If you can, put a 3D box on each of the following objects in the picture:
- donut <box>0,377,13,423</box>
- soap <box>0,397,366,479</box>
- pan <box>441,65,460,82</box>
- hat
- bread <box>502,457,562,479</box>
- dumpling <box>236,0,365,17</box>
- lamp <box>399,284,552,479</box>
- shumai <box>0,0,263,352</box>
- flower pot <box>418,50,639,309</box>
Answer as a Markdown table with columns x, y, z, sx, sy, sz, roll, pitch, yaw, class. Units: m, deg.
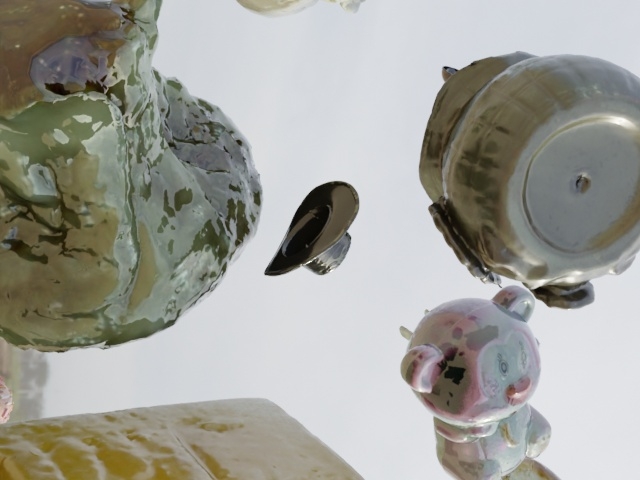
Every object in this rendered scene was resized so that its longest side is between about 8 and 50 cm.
| x | y | z | sx | sy | sz | roll | pitch | yaw | class |
| --- | --- | --- | --- | --- | --- | --- | --- | --- | --- |
| -0.595 | 0.276 | 1.495 | 0.065 | 0.117 | 0.166 | -54 | -133 | 5 | donut |
| -0.128 | 0.277 | 0.782 | 0.293 | 0.335 | 0.156 | 27 | -71 | 51 | soap |
| 0.228 | -0.225 | 1.251 | 0.115 | 0.068 | 0.023 | 30 | -66 | 19 | pan |
| 0.000 | 0.000 | 0.813 | 0.121 | 0.050 | 0.121 | -37 | -152 | 24 | hat |
| 0.401 | 0.568 | 1.680 | 0.279 | 0.225 | 0.250 | 44 | -25 | 13 | bread |
| -0.028 | -0.349 | 1.070 | 0.258 | 0.193 | 0.147 | -90 | -160 | -58 | dumpling |
| 0.232 | 0.218 | 1.325 | 0.247 | 0.247 | 0.301 | 37 | -30 | 49 | lamp |
| -0.239 | -0.114 | 0.872 | 0.397 | 0.324 | 0.323 | -69 | 164 | -44 | shumai |
| 0.271 | -0.076 | 1.037 | 0.213 | 0.302 | 0.302 | -125 | -138 | -66 | flower pot |
